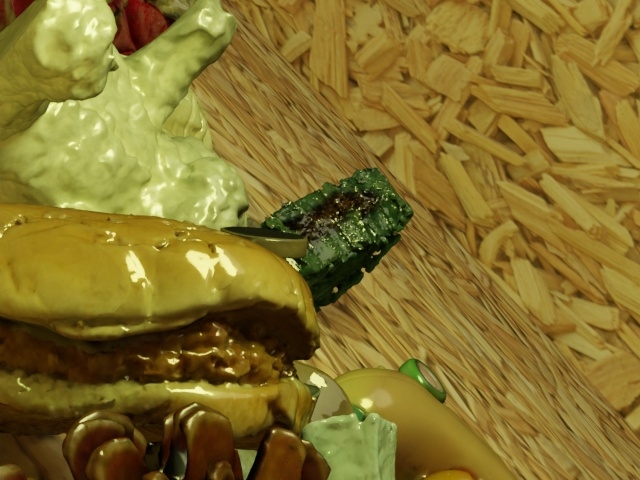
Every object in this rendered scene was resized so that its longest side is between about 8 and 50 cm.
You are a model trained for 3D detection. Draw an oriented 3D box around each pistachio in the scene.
[{"bbox_3d":[-0.045,0.153,1.311,0.149,0.113,0.113,22,9,10],"label":"pistachio"}]

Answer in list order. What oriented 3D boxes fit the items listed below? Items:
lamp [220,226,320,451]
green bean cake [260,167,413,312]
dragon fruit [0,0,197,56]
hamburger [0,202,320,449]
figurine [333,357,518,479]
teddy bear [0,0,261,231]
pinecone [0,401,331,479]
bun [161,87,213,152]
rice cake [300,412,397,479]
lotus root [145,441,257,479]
[{"bbox_3d":[-0.057,0.100,1.203,0.121,0.215,0.121,8,6,-1],"label":"lamp"},{"bbox_3d":[0.000,0.000,1.801,0.107,0.193,0.208,53,15,14],"label":"green bean cake"},{"bbox_3d":[-0.281,-0.250,1.449,0.329,0.329,0.329,42,12,-11],"label":"dragon fruit"},{"bbox_3d":[-0.141,0.059,0.958,0.283,0.145,0.259,1,-10,1],"label":"hamburger"},{"bbox_3d":[0.119,0.252,1.500,0.324,0.124,0.222,45,11,-16],"label":"figurine"},{"bbox_3d":[-0.119,-0.057,1.223,0.362,0.375,0.327,36,52,-18],"label":"teddy bear"},{"bbox_3d":[-0.076,0.201,0.755,0.264,0.264,0.264,42,12,-11],"label":"pinecone"},{"bbox_3d":[-0.207,-0.127,1.668,0.229,0.145,0.229,43,8,-8],"label":"bun"},{"bbox_3d":[0.033,0.275,0.902,0.066,0.063,0.336,59,25,-77],"label":"rice cake"},{"bbox_3d":[-0.071,0.201,1.129,0.165,0.088,0.088,49,11,-7],"label":"lotus root"}]
